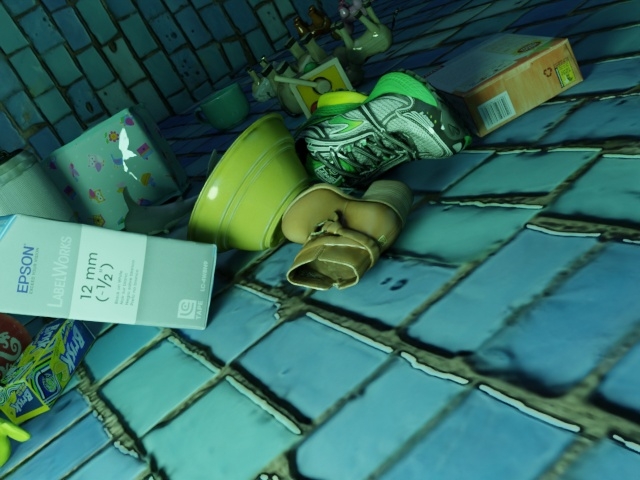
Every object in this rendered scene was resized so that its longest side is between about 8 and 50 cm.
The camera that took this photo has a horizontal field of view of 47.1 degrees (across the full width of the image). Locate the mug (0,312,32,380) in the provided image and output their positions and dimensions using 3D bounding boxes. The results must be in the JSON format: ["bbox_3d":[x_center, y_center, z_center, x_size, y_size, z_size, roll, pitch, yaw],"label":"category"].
[{"bbox_3d":[-0.498,0.193,1.010,0.150,0.113,0.169,-14,27,12],"label":"mug"}]

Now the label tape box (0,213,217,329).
[{"bbox_3d":[-0.336,0.030,0.876,0.249,0.347,0.115,0,80,55],"label":"label tape box"}]

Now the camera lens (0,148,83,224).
[{"bbox_3d":[-0.593,-0.023,1.428,0.219,0.274,0.219,-26,20,10],"label":"camera lens"}]

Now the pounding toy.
[{"bbox_3d":[-0.007,-0.305,1.482,0.130,0.141,0.100,-29,20,4],"label":"pounding toy"}]

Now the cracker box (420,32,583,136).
[{"bbox_3d":[0.243,-0.228,1.047,0.155,0.067,0.232,-29,20,1],"label":"cracker box"}]

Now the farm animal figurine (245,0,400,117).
[{"bbox_3d":[0.014,-0.415,1.719,0.327,0.172,0.330,-45,29,-5],"label":"farm animal figurine"}]

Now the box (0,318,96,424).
[{"bbox_3d":[-0.360,0.162,0.968,0.059,0.054,0.169,-25,20,15],"label":"box"}]

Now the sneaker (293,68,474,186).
[{"bbox_3d":[0.070,-0.127,0.999,0.146,0.134,0.343,-53,24,-18],"label":"sneaker"}]

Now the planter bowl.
[{"bbox_3d":[-0.076,-0.054,0.981,0.217,0.090,0.217,-55,-10,-14],"label":"planter bowl"}]

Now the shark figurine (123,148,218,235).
[{"bbox_3d":[-0.311,-0.069,1.389,0.278,0.116,0.166,-20,23,33],"label":"shark figurine"}]

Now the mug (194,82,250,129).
[{"bbox_3d":[-0.272,-0.374,2.100,0.129,0.097,0.157,-40,21,-25],"label":"mug"}]

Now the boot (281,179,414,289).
[{"bbox_3d":[0.000,0.000,0.832,0.197,0.073,0.152,-16,28,42],"label":"boot"}]

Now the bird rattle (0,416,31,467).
[{"bbox_3d":[-0.455,0.197,0.768,0.207,0.253,0.143,-46,7,36],"label":"bird rattle"}]

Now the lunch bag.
[{"bbox_3d":[-0.448,-0.139,1.586,0.262,0.223,0.160,-28,14,11],"label":"lunch bag"}]
